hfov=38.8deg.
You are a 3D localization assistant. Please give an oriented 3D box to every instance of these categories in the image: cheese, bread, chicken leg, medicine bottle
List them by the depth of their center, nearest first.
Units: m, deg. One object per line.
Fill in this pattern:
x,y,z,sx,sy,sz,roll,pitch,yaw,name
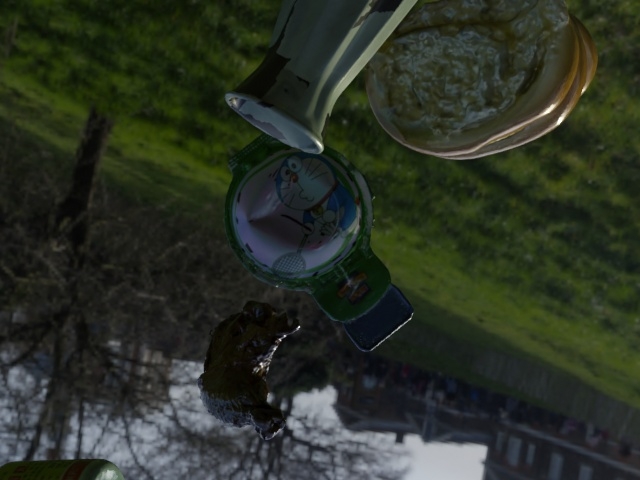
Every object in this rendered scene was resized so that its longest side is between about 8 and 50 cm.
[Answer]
0.000,0.000,1.216,0.320,0.204,0.083,52,171,-4,cheese
-0.395,0.378,1.272,0.225,0.139,0.139,-6,176,16,medicine bottle
0.237,-0.222,1.314,0.316,0.211,0.270,-12,167,22,bread
-0.106,0.200,1.408,0.177,0.322,0.083,-29,119,28,chicken leg

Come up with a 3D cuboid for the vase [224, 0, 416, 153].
0.038,-0.272,0.945,0.165,0.360,0.165,28,172,4,vase
